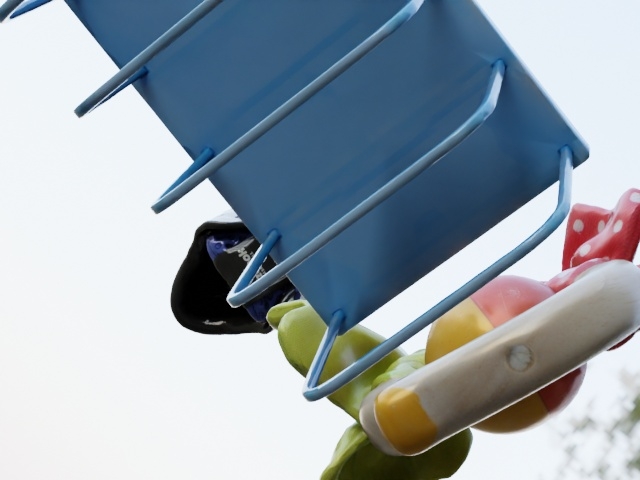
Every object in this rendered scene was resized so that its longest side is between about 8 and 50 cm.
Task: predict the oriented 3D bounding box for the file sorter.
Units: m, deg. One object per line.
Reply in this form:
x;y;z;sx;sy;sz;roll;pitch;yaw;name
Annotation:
-0.007;-0.051;0.533;0.170;0.118;0.104;51;17;-7;file sorter

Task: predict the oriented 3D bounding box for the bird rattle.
0.106;0.064;0.840;0.207;0.253;0.143;56;14;-89;bird rattle

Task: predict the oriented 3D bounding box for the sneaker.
-0.001;0.001;1.325;0.127;0.315;0.182;58;15;-2;sneaker
